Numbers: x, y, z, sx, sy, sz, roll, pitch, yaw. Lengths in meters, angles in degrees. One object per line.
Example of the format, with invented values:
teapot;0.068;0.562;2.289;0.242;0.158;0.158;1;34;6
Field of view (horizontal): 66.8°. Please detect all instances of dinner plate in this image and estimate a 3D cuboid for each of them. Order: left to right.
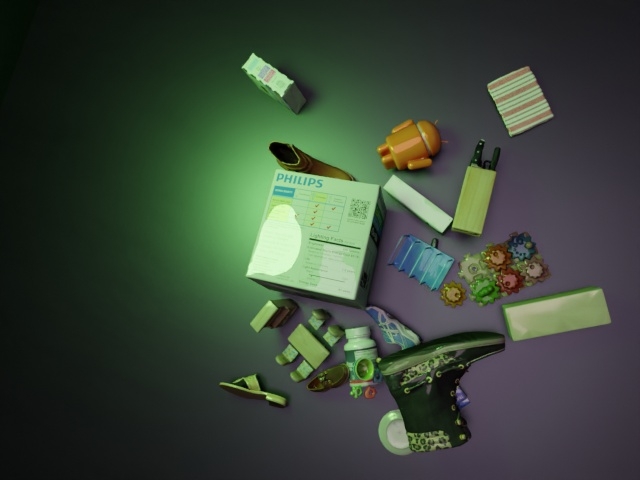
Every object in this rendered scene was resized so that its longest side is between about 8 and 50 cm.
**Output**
dinner plate;0.254;0.613;1.546;0.141;0.017;0.142;-2;81;15

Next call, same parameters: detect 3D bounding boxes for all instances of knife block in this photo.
knife block;0.478;-0.168;1.474;0.088;0.276;0.242;14;116;17

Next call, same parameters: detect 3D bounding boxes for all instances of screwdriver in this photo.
screwdriver;0.357;0.075;1.584;0.025;0.024;0.170;15;89;-13

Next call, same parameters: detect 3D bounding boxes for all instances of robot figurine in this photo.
robot figurine;0.300;-0.310;1.592;0.219;0.158;0.128;-24;118;11

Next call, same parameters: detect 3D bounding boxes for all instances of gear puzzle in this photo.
gear puzzle;0.527;0.106;1.521;0.338;0.044;0.176;-26;77;11

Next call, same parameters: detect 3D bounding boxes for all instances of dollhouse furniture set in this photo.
dollhouse furniture set;-0.083;0.310;1.585;0.242;0.161;0.212;43;103;20

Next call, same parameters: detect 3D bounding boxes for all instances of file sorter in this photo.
file sorter;0.315;0.071;1.537;0.170;0.104;0.118;31;103;20

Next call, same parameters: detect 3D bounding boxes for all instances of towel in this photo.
towel;0.644;-0.450;1.571;0.144;0.029;0.197;-23;80;11

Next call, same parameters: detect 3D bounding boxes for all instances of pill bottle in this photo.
pill bottle;0.132;0.372;1.561;0.107;0.108;0.180;-11;80;13

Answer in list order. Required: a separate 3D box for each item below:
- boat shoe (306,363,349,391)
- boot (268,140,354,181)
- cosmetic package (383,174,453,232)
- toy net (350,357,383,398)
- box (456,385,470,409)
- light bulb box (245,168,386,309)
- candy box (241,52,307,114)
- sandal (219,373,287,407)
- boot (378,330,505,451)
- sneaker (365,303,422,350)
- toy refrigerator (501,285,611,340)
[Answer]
boat shoe;0.023;0.450;1.566;0.178;0.060;0.064;-39;58;37
boot;-0.030;-0.247;1.623;0.283;0.220;0.109;31;91;16
cosmetic package;0.318;-0.113;1.577;0.239;0.099;0.060;40;94;17
toy net;0.195;0.420;1.493;0.232;0.045;0.122;5;74;-29
box;0.373;0.459;1.520;0.109;0.042;0.178;-36;75;9
light bulb box;0.000;0.000;1.559;0.357;0.225;0.362;11;77;16
candy box;-0.161;-0.554;1.726;0.196;0.165;0.070;39;93;16
sandal;-0.221;0.502;1.671;0.239;0.088;0.079;14;56;9
boot;0.384;0.437;1.427;0.376;0.138;0.285;-16;87;-1
sneaker;0.221;0.282;1.563;0.211;0.080;0.081;37;90;17
toy refrigerator;0.691;0.216;1.441;0.269;0.094;0.103;-15;86;13
